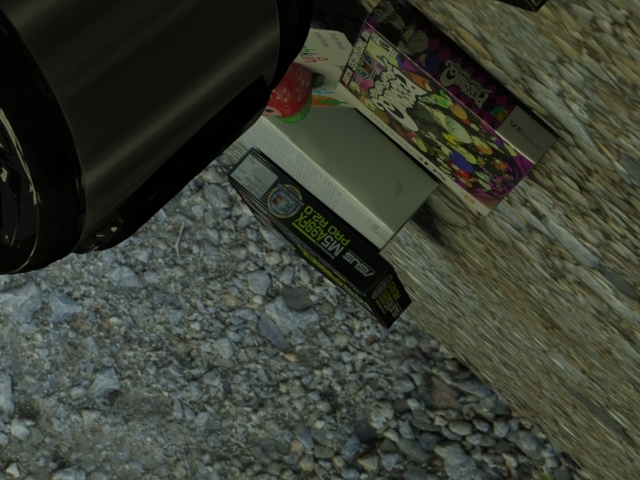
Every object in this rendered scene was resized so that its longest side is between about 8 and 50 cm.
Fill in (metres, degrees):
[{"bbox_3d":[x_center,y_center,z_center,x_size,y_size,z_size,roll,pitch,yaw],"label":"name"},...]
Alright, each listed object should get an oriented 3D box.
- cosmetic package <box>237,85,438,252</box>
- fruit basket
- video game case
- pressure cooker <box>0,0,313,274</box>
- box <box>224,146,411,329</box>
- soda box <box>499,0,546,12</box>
[{"bbox_3d":[0.007,-0.113,2.384,0.284,0.097,0.377,44,174,2],"label":"cosmetic package"},{"bbox_3d":[-0.116,-0.180,1.957,0.353,0.165,0.327,10,172,13],"label":"fruit basket"},{"bbox_3d":[0.117,-0.126,1.746,0.210,0.042,0.232,40,167,2],"label":"video game case"},{"bbox_3d":[-0.210,-0.220,1.529,0.370,0.420,0.375,34,146,21],"label":"pressure cooker"},{"bbox_3d":[0.000,0.000,2.518,0.270,0.060,0.216,41,174,17],"label":"box"},{"bbox_3d":[0.112,-0.213,1.268,0.060,0.053,0.169,46,174,-31],"label":"soda box"}]
